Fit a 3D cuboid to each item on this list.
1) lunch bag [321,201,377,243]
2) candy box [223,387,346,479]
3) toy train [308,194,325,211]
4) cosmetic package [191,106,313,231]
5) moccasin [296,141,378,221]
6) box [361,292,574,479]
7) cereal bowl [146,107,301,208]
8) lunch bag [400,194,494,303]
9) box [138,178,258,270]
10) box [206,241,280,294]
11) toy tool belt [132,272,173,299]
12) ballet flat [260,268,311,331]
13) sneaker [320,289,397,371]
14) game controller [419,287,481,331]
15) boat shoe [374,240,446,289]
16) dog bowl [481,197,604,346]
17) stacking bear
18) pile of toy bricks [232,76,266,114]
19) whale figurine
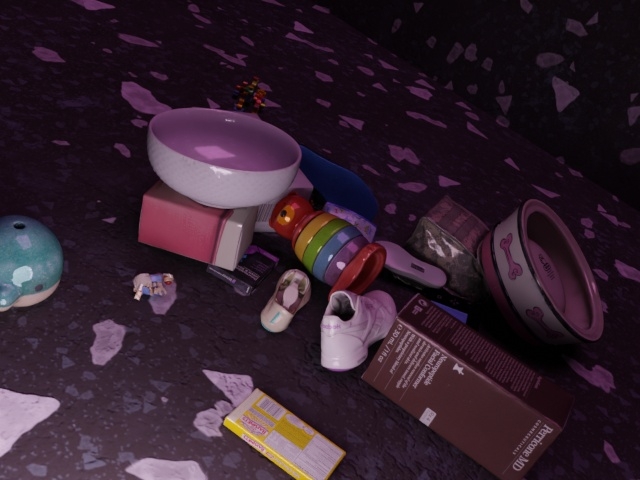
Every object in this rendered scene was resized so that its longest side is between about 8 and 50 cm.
[{"bbox_3d":[0.058,-0.008,1.811,0.151,0.096,0.128,19,61,4],"label":"lunch bag"},{"bbox_3d":[-0.063,0.355,1.261,0.206,0.027,0.105,33,33,14],"label":"candy box"},{"bbox_3d":[-0.037,-0.116,2.008,0.158,0.036,0.027,35,31,16],"label":"toy train"},{"bbox_3d":[-0.208,-0.192,1.883,0.217,0.156,0.385,-2,41,-36],"label":"cosmetic package"},{"bbox_3d":[0.024,-0.181,2.022,0.342,0.137,0.117,40,3,-13],"label":"moccasin"},{"bbox_3d":[0.296,0.303,1.450,0.381,0.191,0.143,33,31,14],"label":"box"},{"bbox_3d":[-0.219,-0.168,1.562,0.339,0.141,0.339,12,27,-6],"label":"cereal bowl"},{"bbox_3d":[0.399,0.032,1.977,0.287,0.169,0.235,38,32,10],"label":"lunch bag"},{"bbox_3d":[-0.274,-0.046,1.601,0.233,0.126,0.148,17,29,3],"label":"box"},{"bbox_3d":[-0.177,0.055,1.643,0.116,0.029,0.162,29,32,7],"label":"box"},{"bbox_3d":[-0.342,0.098,1.446,0.083,0.052,0.051,2,69,-30],"label":"toy tool belt"},{"bbox_3d":[-0.063,0.115,1.582,0.086,0.086,0.248,25,30,0],"label":"ballet flat"},{"bbox_3d":[0.089,0.160,1.544,0.114,0.152,0.305,0,19,25],"label":"sneaker"},{"bbox_3d":[0.295,0.215,1.708,0.167,0.067,0.319,28,29,5],"label":"game controller"},{"bbox_3d":[0.223,0.078,1.866,0.219,0.070,0.077,29,52,-4],"label":"boat shoe"},{"bbox_3d":[0.584,0.100,1.878,0.408,0.150,0.407,30,45,-36],"label":"dog bowl"},{"bbox_3d":[0.000,0.000,1.669,0.289,0.175,0.164,40,12,21],"label":"stacking bear"},{"bbox_3d":[-0.234,-0.506,2.404,0.118,0.105,0.212,22,30,-6],"label":"pile of toy bricks"},{"bbox_3d":[-0.597,0.032,1.257,0.272,0.141,0.216,-5,42,-41],"label":"whale figurine"}]
